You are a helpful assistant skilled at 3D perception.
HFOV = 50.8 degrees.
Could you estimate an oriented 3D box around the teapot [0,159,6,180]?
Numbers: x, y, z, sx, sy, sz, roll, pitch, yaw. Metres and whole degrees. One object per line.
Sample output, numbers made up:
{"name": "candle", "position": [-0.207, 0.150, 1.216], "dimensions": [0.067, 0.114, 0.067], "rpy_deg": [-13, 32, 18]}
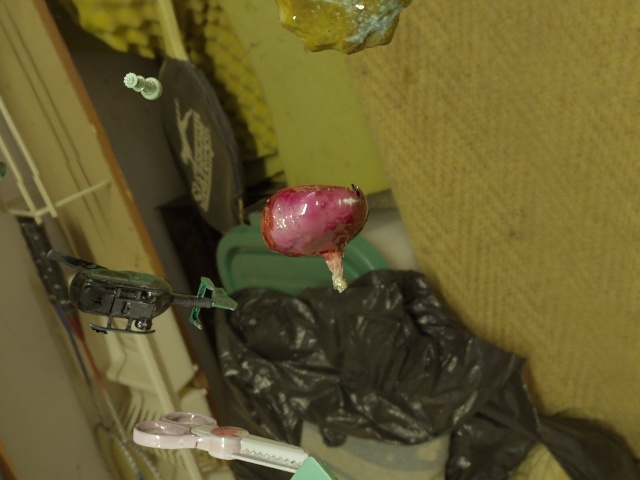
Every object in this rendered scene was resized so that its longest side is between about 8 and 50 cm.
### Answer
{"name": "teapot", "position": [-0.438, -0.104, 0.839], "dimensions": [0.043, 0.043, 0.111], "rpy_deg": [43, 178, 20]}

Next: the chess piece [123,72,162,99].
{"name": "chess piece", "position": [-0.336, -0.293, 1.265], "dimensions": [0.042, 0.093, 0.042], "rpy_deg": [0, 90, 14]}

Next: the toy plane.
{"name": "toy plane", "position": [-0.330, 0.104, 1.305], "dimensions": [0.155, 0.381, 0.107], "rpy_deg": [44, 119, 55]}

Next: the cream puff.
{"name": "cream puff", "position": [0.030, -0.264, 0.680], "dimensions": [0.146, 0.116, 0.146], "rpy_deg": [9, 125, 13]}

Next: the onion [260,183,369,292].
{"name": "onion", "position": [0.000, 0.000, 0.858], "dimensions": [0.150, 0.150, 0.140], "rpy_deg": [-28, 70, 53]}

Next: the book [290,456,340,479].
{"name": "book", "position": [-0.016, 0.229, 0.456], "dimensions": [0.103, 0.135, 0.017], "rpy_deg": [38, -175, 42]}

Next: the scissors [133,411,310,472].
{"name": "scissors", "position": [-0.120, 0.256, 0.855], "dimensions": [0.242, 0.118, 0.031], "rpy_deg": [5, 91, 28]}
